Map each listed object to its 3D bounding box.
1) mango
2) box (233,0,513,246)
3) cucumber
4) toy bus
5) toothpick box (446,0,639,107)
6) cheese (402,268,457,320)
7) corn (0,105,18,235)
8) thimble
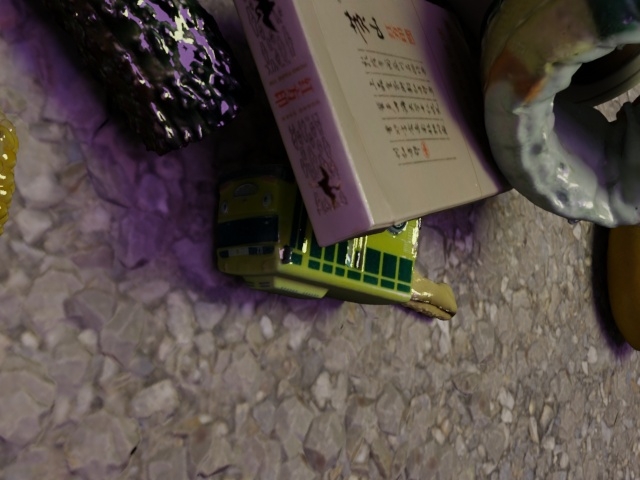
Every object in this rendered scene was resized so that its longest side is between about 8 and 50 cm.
[{"bbox_3d":[0.512,0.007,1.044,0.211,0.173,0.317,28,79,-46],"label":"mango"},{"bbox_3d":[0.070,-0.119,0.612,0.365,0.051,0.205,-15,86,-60],"label":"box"},{"bbox_3d":[-0.170,-0.225,0.450,0.096,0.096,0.359,-50,120,-35],"label":"cucumber"},{"bbox_3d":[0.000,0.000,0.598,0.175,0.088,0.101,16,77,-44],"label":"toy bus"},{"bbox_3d":[0.226,-0.314,0.777,0.316,0.229,0.229,37,62,-34],"label":"toothpick box"},{"bbox_3d":[0.110,0.054,0.741,0.083,0.030,0.044,24,49,-35],"label":"cheese"},{"bbox_3d":[-0.229,0.047,0.376,0.086,0.086,0.288,21,74,-41],"label":"corn"},{"bbox_3d":[0.281,-0.146,0.667,0.288,0.254,0.167,58,28,-43],"label":"thimble"}]
